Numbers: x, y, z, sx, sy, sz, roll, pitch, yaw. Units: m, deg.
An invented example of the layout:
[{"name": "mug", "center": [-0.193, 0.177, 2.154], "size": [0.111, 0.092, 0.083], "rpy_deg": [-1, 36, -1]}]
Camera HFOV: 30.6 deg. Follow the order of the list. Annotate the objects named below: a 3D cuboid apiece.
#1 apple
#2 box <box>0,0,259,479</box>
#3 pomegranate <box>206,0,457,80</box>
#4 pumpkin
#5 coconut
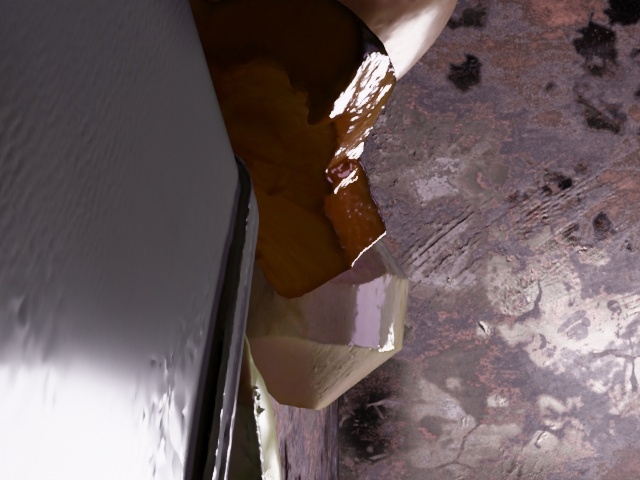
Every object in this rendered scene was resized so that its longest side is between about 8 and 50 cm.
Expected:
[{"name": "apple", "center": [-0.105, 0.161, 1.133], "size": [0.265, 0.120, 0.193], "rpy_deg": [87, -6, -46]}, {"name": "box", "center": [-0.148, -0.003, 0.443], "size": [0.344, 0.177, 0.352], "rpy_deg": [78, 13, -50]}, {"name": "pomegranate", "center": [-0.010, -0.276, 0.957], "size": [0.338, 0.338, 0.338], "rpy_deg": [0, 90, -84]}, {"name": "pumpkin", "center": [-0.068, -0.065, 0.735], "size": [0.095, 0.290, 0.258], "rpy_deg": [-52, 148, -33]}, {"name": "coconut", "center": [-0.019, 0.078, 1.398], "size": [0.259, 0.259, 0.259], "rpy_deg": [0, 90, -84]}]
